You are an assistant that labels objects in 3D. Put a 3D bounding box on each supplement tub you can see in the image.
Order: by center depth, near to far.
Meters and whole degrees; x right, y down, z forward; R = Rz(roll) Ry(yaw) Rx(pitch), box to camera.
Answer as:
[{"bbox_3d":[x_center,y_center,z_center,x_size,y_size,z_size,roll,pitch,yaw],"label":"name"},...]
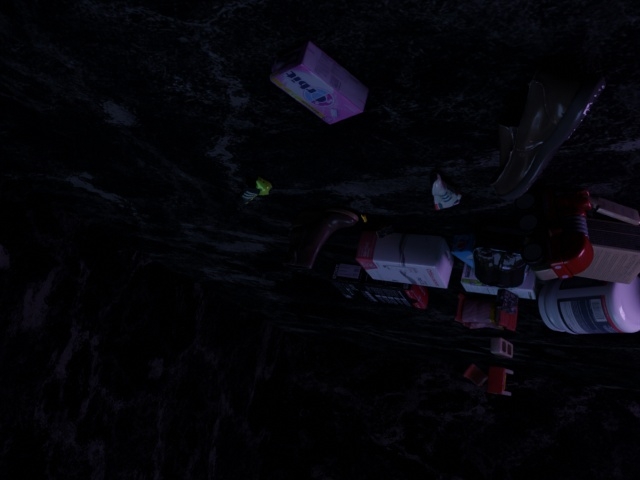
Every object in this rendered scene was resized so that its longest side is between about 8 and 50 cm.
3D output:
[{"bbox_3d":[0.851,0.196,1.780,0.191,0.191,0.272,26,159,-26],"label":"supplement tub"}]

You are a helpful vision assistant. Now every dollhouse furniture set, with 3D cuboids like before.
[{"bbox_3d":[0.647,0.409,2.260,0.201,0.373,0.152,-4,157,41],"label":"dollhouse furniture set"}]

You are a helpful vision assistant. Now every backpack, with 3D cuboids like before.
[{"bbox_3d":[0.535,0.052,1.680,0.166,0.144,0.188,6,136,20],"label":"backpack"}]

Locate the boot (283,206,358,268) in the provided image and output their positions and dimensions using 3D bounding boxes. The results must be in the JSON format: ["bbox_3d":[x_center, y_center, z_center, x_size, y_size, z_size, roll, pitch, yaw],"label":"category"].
[{"bbox_3d":[0.000,0.000,1.873,0.249,0.206,0.090,0,156,37],"label":"boot"}]

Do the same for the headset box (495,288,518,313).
[{"bbox_3d":[0.623,0.205,1.890,0.083,0.062,0.032,27,158,-30],"label":"headset box"}]

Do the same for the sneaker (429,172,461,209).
[{"bbox_3d":[0.331,-0.134,1.499,0.076,0.057,0.161,-8,153,14],"label":"sneaker"}]

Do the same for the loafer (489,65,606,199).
[{"bbox_3d":[0.415,-0.216,1.124,0.130,0.134,0.366,36,153,12],"label":"loafer"}]

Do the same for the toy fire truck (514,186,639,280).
[{"bbox_3d":[0.616,-0.025,1.354,0.247,0.216,0.158,-17,145,32],"label":"toy fire truck"}]

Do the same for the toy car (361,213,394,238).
[{"bbox_3d":[0.186,-0.060,1.855,0.122,0.060,0.040,47,-168,-28],"label":"toy car"}]

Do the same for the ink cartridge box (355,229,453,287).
[{"bbox_3d":[0.293,0.063,1.957,0.283,0.117,0.207,6,158,27],"label":"ink cartridge box"}]

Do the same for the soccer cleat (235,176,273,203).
[{"bbox_3d":[-0.228,-0.165,1.835,0.072,0.060,0.179,39,145,-29],"label":"soccer cleat"}]

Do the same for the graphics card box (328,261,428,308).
[{"bbox_3d":[0.245,0.189,2.378,0.371,0.094,0.233,4,158,27],"label":"graphics card box"}]

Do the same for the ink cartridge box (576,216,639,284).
[{"bbox_3d":[0.769,0.030,1.543,0.194,0.088,0.234,11,161,18],"label":"ink cartridge box"}]

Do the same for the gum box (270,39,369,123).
[{"bbox_3d":[-0.004,-0.328,1.191,0.188,0.062,0.107,30,156,-35],"label":"gum box"}]

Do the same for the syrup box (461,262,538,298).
[{"bbox_3d":[0.610,0.129,1.930,0.237,0.093,0.096,5,157,29],"label":"syrup box"}]

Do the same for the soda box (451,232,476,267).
[{"bbox_3d":[0.512,0.049,1.825,0.210,0.067,0.071,29,157,-35],"label":"soda box"}]
